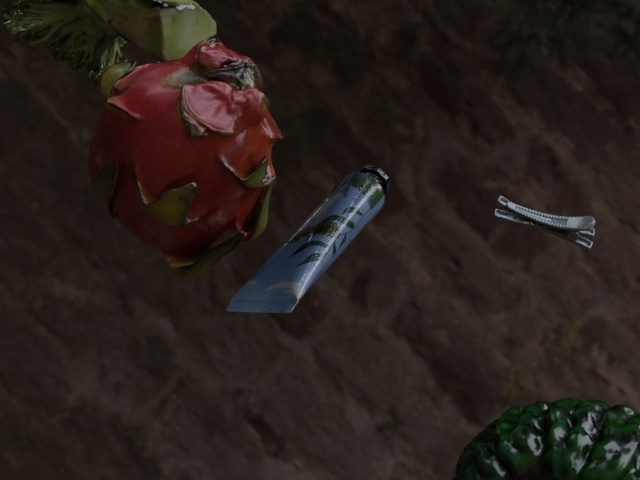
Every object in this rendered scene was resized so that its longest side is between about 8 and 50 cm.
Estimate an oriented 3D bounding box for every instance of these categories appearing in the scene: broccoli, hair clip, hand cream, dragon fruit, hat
[{"bbox_3d":[-0.251,-0.306,1.584,0.361,0.221,0.252,29,1,28],"label":"broccoli"},{"bbox_3d":[0.251,-0.026,1.330,0.115,0.030,0.039,16,-39,6],"label":"hair clip"},{"bbox_3d":[0.000,0.000,1.342,0.091,0.271,0.058,2,-56,36],"label":"hand cream"},{"bbox_3d":[-0.140,-0.093,1.278,0.224,0.224,0.227,46,-30,8],"label":"dragon fruit"},{"bbox_3d":[0.256,0.271,1.135,0.242,0.274,0.332,1,3,21],"label":"hat"}]
